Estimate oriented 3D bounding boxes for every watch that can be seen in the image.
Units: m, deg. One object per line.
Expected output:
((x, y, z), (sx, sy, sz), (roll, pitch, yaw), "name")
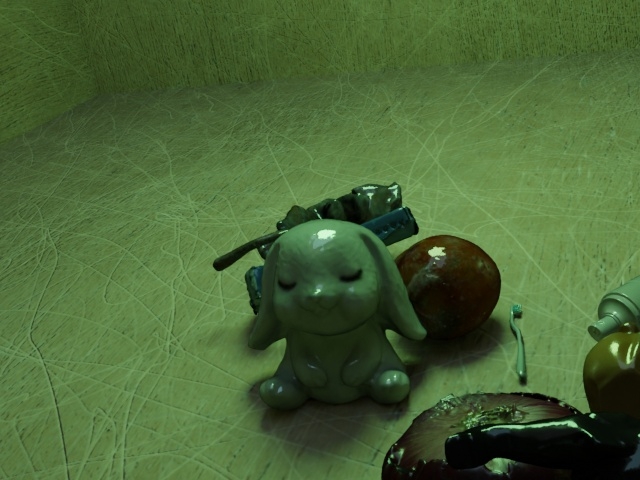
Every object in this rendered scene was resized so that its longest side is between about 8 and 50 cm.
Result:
((0.011, 0.047, 1.315), (0.275, 0.068, 0.276), (-13, -18, -8), "watch")

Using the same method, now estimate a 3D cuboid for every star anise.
((0.000, 0.000, 1.479), (0.360, 0.139, 0.316), (-27, -16, 3), "star anise")

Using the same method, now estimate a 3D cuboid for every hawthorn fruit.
((0.198, 0.069, 1.246), (0.173, 0.172, 0.173), (-9, 25, 4), "hawthorn fruit")

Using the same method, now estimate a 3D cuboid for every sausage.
((0.357, 0.203, 0.821), (0.120, 0.241, 0.136), (-20, 1, 36), "sausage")

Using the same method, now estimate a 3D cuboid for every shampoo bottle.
((0.519, 0.081, 1.181), (0.303, 0.092, 0.092), (-22, 27, -22), "shampoo bottle")

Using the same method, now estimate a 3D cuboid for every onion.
((0.186, 0.253, 0.867), (0.248, 0.161, 0.248), (-1, 19, 0), "onion")

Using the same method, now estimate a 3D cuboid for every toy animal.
((0.009, 0.095, 1.152), (0.272, 0.264, 0.206), (-8, 23, 11), "toy animal")

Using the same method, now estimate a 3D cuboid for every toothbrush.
((0.301, 0.152, 1.205), (0.022, 0.017, 0.204), (-23, 19, 21), "toothbrush")

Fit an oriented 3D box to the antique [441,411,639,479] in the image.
((0.239, 0.301, 0.642), (0.255, 0.322, 0.185), (-11, -16, 7), "antique")
